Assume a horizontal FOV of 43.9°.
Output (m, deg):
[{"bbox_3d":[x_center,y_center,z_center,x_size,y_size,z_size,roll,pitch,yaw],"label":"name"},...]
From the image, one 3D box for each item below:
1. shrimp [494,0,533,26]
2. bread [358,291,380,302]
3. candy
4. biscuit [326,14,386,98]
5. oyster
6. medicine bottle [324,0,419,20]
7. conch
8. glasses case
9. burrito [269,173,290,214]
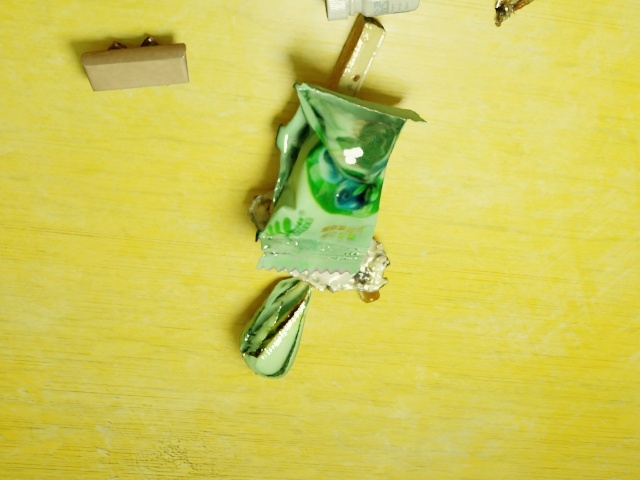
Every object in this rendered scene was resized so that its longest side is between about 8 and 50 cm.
[{"bbox_3d":[0.386,-0.473,1.474,0.091,0.043,0.184,31,115,-26],"label":"shrimp"},{"bbox_3d":[0.106,0.104,1.837,0.047,0.036,0.083,-22,121,0],"label":"bread"},{"bbox_3d":[0.025,-0.104,1.568,0.262,0.172,0.398,7,112,-22],"label":"candy"},{"bbox_3d":[0.066,-0.337,1.533,0.056,0.052,0.188,11,124,-24],"label":"biscuit"},{"bbox_3d":[-0.002,0.002,1.734,0.201,0.107,0.354,-44,105,0],"label":"oyster"},{"bbox_3d":[0.089,-0.454,1.426,0.168,0.105,0.105,-7,124,-1],"label":"medicine bottle"},{"bbox_3d":[-0.109,0.204,1.823,0.143,0.137,0.251,11,122,-11],"label":"conch"},{"bbox_3d":[-0.343,-0.331,1.504,0.193,0.070,0.102,-6,151,-3],"label":"glasses case"},{"bbox_3d":[-0.067,-0.118,1.629,0.041,0.055,0.149,19,90,24],"label":"burrito"}]
